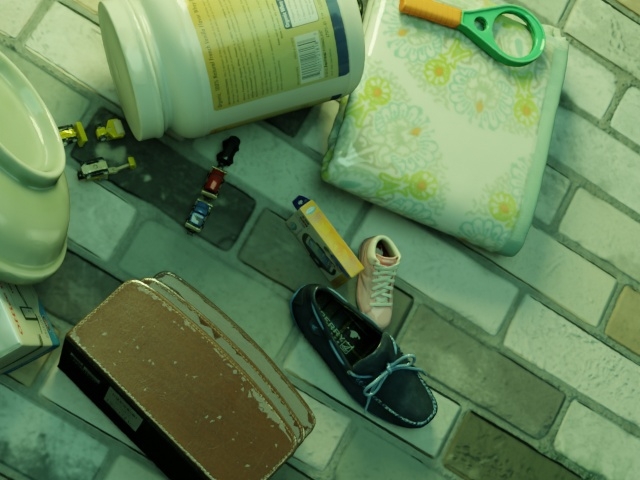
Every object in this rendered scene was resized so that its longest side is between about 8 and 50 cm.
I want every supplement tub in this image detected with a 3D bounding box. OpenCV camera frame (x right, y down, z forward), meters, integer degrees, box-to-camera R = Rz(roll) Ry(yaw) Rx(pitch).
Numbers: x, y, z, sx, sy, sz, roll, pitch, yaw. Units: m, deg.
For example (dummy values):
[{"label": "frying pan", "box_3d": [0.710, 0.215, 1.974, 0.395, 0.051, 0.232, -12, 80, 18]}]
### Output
[{"label": "supplement tub", "box_3d": [-0.121, -0.267, 1.843, 0.316, 0.228, 0.228, -17, 82, -14]}]

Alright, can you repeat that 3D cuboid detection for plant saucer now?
[{"label": "plant saucer", "box_3d": [-0.414, -0.139, 1.651, 0.101, 0.400, 0.400, -33, 87, 15]}]

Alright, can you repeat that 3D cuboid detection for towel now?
[{"label": "towel", "box_3d": [0.187, -0.196, 1.996, 0.321, 0.090, 0.374, 20, 69, -15]}]

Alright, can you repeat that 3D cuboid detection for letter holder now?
[{"label": "letter holder", "box_3d": [-0.152, 0.178, 1.758, 0.302, 0.152, 0.214, 45, 66, 4]}]

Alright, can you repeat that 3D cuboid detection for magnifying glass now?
[{"label": "magnifying glass", "box_3d": [0.222, -0.315, 1.979, 0.231, 0.026, 0.092, 13, 72, -17]}]

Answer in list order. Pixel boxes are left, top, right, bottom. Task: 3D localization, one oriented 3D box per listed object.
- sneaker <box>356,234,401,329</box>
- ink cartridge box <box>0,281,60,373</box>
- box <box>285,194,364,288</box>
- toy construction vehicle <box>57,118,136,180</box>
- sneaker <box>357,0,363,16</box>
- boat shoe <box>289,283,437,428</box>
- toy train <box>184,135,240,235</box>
[{"label": "sneaker", "box_3d": [0.083, 0.056, 1.918, 0.051, 0.070, 0.134, 1, 77, -19]}, {"label": "ink cartridge box", "box_3d": [-0.408, 0.084, 1.683, 0.086, 0.203, 0.148, -26, 86, -1]}, {"label": "box", "box_3d": [0.000, 0.000, 1.900, 0.028, 0.081, 0.136, -39, 89, -21]}, {"label": "toy construction vehicle", "box_3d": [-0.310, -0.122, 1.866, 0.098, 0.035, 0.085, -18, 71, -23]}, {"label": "sneaker", "box_3d": [-0.009, -0.374, 1.992, 0.178, 0.077, 0.072, 28, 69, -8]}, {"label": "boat shoe", "box_3d": [0.059, 0.165, 1.872, 0.258, 0.089, 0.109, 39, 69, -5]}, {"label": "toy train", "box_3d": [-0.148, -0.078, 1.898, 0.027, 0.036, 0.158, 26, 71, -9]}]
